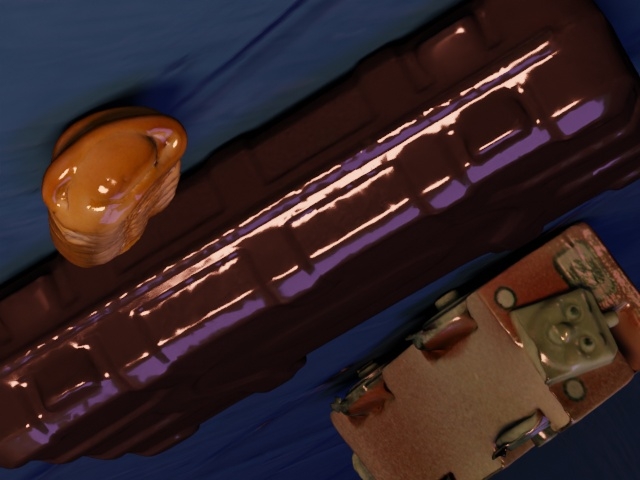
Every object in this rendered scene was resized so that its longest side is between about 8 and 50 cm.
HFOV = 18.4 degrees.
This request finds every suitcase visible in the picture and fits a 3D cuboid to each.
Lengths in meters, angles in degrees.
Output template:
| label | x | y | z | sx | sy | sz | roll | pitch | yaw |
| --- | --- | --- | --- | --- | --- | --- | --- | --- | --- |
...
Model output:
| label | x | y | z | sx | sy | sz | roll | pitch | yaw |
| --- | --- | --- | --- | --- | --- | --- | --- | --- | --- |
| suitcase | 0.000 | 0.000 | 0.797 | 0.285 | 0.066 | 0.206 | -31 | 170 | 10 |

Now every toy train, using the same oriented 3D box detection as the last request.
| label | x | y | z | sx | sy | sz | roll | pitch | yaw |
| --- | --- | --- | --- | --- | --- | --- | --- | --- | --- |
| toy train | 0.122 | 0.105 | 1.462 | 0.159 | 0.129 | 0.326 | -30 | 171 | -30 |

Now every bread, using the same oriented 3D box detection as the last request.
| label | x | y | z | sx | sy | sz | roll | pitch | yaw |
| --- | --- | --- | --- | --- | --- | --- | --- | --- | --- |
| bread | -0.067 | -0.018 | 0.628 | 0.049 | 0.034 | 0.088 | -42 | 176 | -10 |
